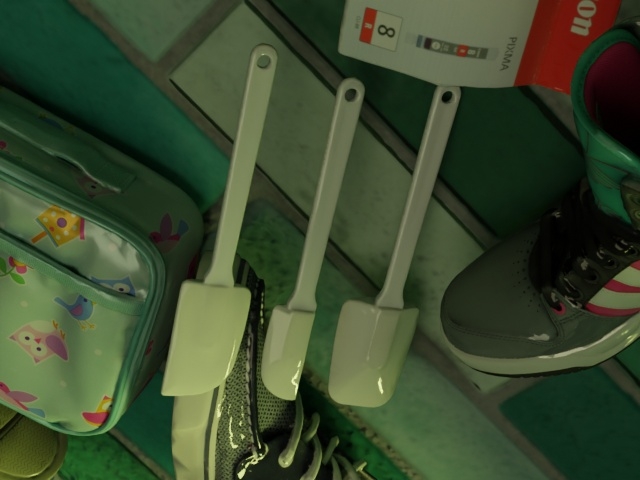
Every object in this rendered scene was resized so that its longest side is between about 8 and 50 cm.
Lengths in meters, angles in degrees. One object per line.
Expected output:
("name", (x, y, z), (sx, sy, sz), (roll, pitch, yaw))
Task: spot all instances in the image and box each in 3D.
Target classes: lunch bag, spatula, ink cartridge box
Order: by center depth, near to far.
("ink cartridge box", (0.107, -0.148, 0.698), (0.179, 0.045, 0.145), (21, 128, 12))
("spatula", (0.000, 0.000, 0.793), (0.168, 0.019, 0.242), (8, 111, -16))
("lunch bag", (-0.234, 0.001, 0.899), (0.279, 0.108, 0.224), (27, 128, 4))

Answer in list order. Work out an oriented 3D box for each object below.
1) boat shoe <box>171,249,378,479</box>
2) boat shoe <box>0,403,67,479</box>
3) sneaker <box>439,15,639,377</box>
("boat shoe", (-0.025, 0.158, 0.926), (0.158, 0.127, 0.340), (6, 127, 2))
("boat shoe", (-0.343, 0.101, 1.024), (0.302, 0.113, 0.103), (40, 149, -9))
("sneaker", (0.161, -0.023, 0.669), (0.295, 0.124, 0.178), (-26, 139, 27))
